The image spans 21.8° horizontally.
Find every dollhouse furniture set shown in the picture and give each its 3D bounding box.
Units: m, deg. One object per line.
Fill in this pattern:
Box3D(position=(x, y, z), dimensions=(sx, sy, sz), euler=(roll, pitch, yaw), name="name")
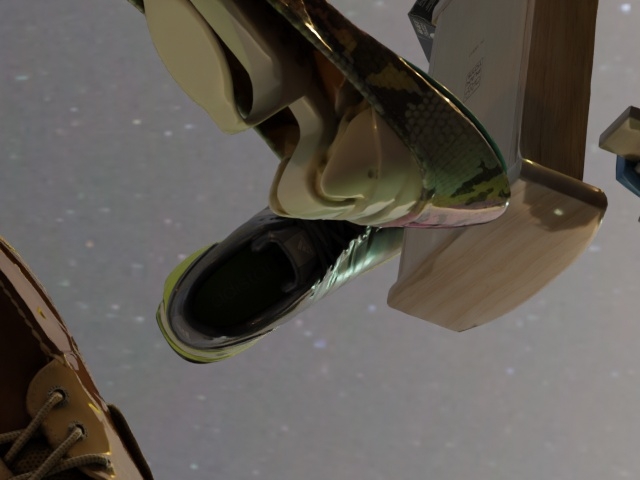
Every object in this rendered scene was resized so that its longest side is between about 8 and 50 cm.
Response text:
Box3D(position=(0.229, -0.051, 0.823), dimensions=(0.303, 0.286, 0.198), euler=(20, -124, -15), name="dollhouse furniture set")

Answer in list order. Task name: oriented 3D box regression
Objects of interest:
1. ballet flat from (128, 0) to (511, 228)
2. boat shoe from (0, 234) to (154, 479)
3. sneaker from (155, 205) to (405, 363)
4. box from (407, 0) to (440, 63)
Box3D(position=(-0.013, -0.060, 0.644), dimensions=(0.221, 0.077, 0.079), euler=(44, -136, -24), name="ballet flat")
Box3D(position=(-0.138, 0.113, 0.810), dimensions=(0.123, 0.116, 0.324), euler=(-37, -66, -21), name="boat shoe")
Box3D(position=(0.000, 0.000, 1.334), dimensions=(0.300, 0.121, 0.111), euler=(-39, -86, -3), name="sneaker")
Box3D(position=(0.190, -0.290, 1.921), dimensions=(0.180, 0.077, 0.147), euler=(-58, -20, -8), name="box")
